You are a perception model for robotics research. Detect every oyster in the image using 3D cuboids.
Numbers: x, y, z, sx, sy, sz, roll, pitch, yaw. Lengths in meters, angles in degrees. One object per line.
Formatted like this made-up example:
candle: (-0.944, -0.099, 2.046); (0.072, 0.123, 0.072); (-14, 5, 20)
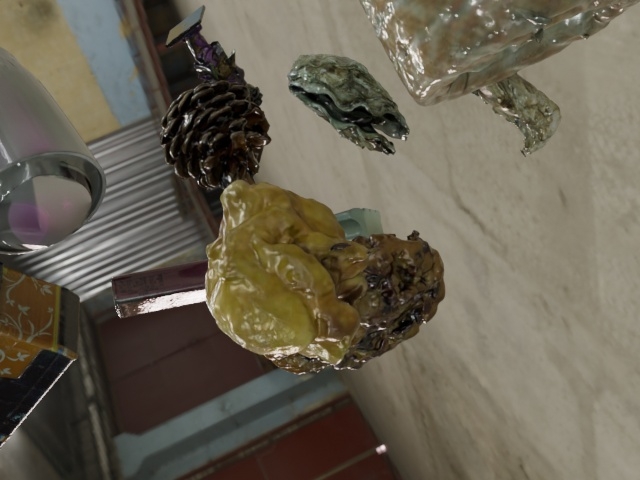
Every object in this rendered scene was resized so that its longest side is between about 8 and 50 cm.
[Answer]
oyster: (0.176, -0.182, 0.827); (0.200, 0.061, 0.106); (35, -159, -43)
oyster: (0.038, -0.242, 1.325); (0.268, 0.112, 0.198); (38, -176, 14)

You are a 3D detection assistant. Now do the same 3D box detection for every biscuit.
biscuit: (0.057, 0.118, 1.291); (0.289, 0.334, 0.081); (60, -176, -47)

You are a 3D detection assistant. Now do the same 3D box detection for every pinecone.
pinecone: (-0.169, -0.175, 1.317); (0.205, 0.179, 0.184); (26, 108, 49)

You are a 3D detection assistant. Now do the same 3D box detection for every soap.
soap: (0.000, 0.000, 1.339); (0.119, 0.198, 0.066); (-1, -103, -68)

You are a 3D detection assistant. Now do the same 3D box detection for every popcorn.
popcorn: (-0.052, 0.048, 0.996); (0.253, 0.190, 0.191); (42, 119, 20)

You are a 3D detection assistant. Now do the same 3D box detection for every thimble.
thimble: (0.149, -0.215, 0.662); (0.196, 0.229, 0.148); (-27, 86, 53)

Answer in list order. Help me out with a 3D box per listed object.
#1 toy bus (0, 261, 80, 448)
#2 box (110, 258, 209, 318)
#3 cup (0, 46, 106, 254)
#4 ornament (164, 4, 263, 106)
toy bus: (-0.554, 0.205, 1.322); (0.194, 0.323, 0.162); (23, -146, -33)
box: (-0.307, 0.097, 1.605); (0.120, 0.224, 0.069); (110, 147, -65)
cup: (-0.585, -0.174, 1.450); (0.371, 0.253, 0.253); (51, 166, 25)
ornament: (-0.178, -0.312, 1.392); (0.203, 0.088, 0.081); (43, -155, -34)
